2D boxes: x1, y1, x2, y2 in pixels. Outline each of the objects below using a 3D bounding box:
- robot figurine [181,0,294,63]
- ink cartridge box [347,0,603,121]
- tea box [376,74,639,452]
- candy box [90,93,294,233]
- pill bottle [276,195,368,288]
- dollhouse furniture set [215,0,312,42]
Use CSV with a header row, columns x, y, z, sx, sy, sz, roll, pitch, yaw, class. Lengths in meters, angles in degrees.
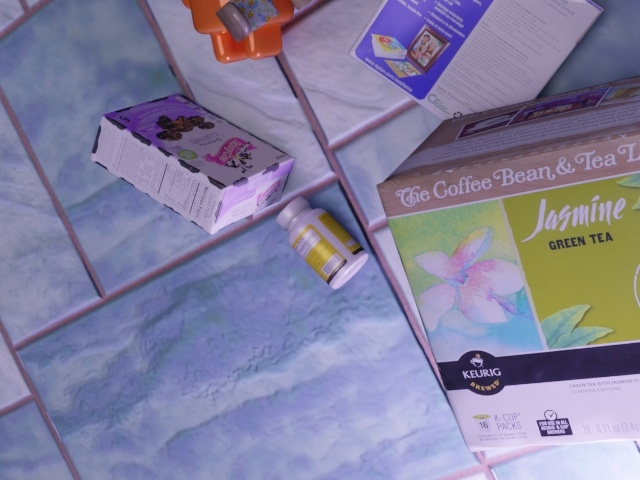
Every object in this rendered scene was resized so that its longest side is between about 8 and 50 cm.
x,y,z,sx,sy,sz,roll,pitch,yaw,class
-0.103,-0.327,1.348,0.158,0.128,0.219,15,115,62,robot figurine
0.170,-0.234,1.246,0.206,0.045,0.208,35,120,-1,ink cartridge box
0.283,0.020,1.156,0.329,0.220,0.324,-11,108,31,tea box
-0.160,-0.102,1.421,0.196,0.165,0.070,30,118,18,candy box
0.000,0.000,1.421,0.116,0.065,0.065,46,120,10,pill bottle
-0.060,-0.371,1.201,0.212,0.161,0.242,-37,101,-7,dollhouse furniture set
